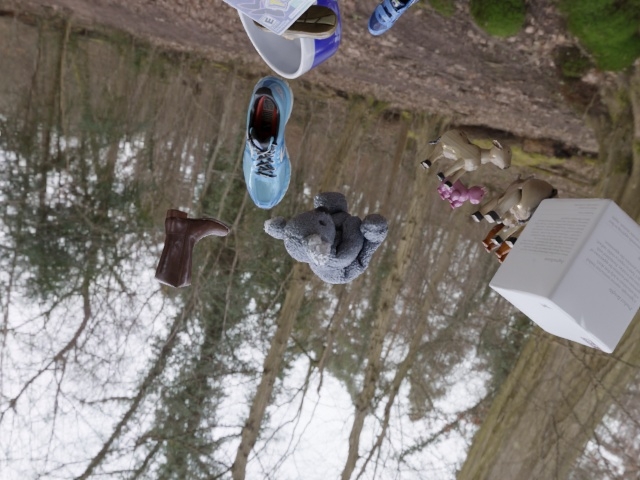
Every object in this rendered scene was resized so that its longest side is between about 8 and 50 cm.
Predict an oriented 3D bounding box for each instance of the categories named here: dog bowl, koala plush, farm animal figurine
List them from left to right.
[{"bbox_3d":[-0.075,-0.493,1.119,0.104,0.265,0.265,-35,-139,-17],"label":"dog bowl"},{"bbox_3d":[0.000,0.000,1.159,0.196,0.203,0.221,31,-165,34],"label":"koala plush"},{"bbox_3d":[0.399,-0.098,1.122,0.330,0.172,0.327,48,-177,-19],"label":"farm animal figurine"}]

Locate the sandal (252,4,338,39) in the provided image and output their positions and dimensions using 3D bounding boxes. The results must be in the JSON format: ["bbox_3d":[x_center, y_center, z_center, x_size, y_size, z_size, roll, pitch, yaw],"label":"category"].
[{"bbox_3d":[-0.044,-0.372,0.890,0.180,0.072,0.049,25,175,26],"label":"sandal"}]

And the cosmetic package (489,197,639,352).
[{"bbox_3d":[0.407,0.049,0.836,0.151,0.184,0.151,37,174,-15],"label":"cosmetic package"}]

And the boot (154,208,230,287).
[{"bbox_3d":[-0.186,0.021,0.767,0.106,0.114,0.037,14,155,-31],"label":"boot"}]

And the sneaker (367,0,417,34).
[{"bbox_3d":[0.149,-0.483,1.076,0.053,0.144,0.059,50,-145,-6],"label":"sneaker"}]

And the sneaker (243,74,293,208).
[{"bbox_3d":[-0.071,-0.114,0.633,0.063,0.162,0.073,5,-158,7],"label":"sneaker"}]

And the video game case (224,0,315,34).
[{"bbox_3d":[-0.067,-0.377,0.684,0.183,0.023,0.201,20,150,-36],"label":"video game case"}]
